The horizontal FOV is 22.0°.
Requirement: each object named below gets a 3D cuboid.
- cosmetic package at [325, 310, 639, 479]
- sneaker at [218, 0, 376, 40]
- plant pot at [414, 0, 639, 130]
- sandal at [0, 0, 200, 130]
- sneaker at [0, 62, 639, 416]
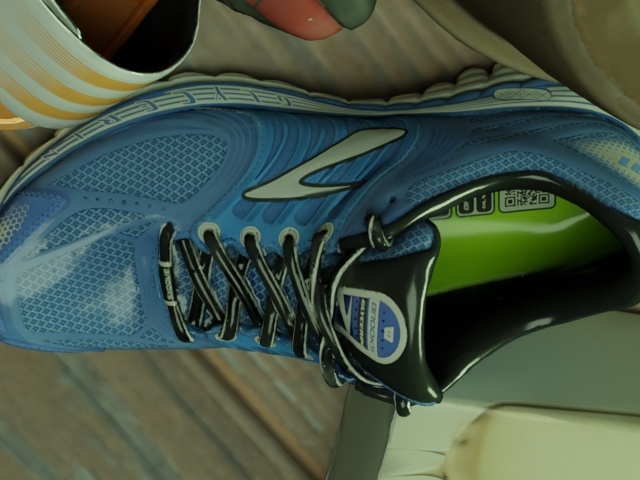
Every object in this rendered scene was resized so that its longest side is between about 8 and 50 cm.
[{"bbox_3d":[0.166,0.130,0.847,0.309,0.113,0.160,7,120,-9],"label":"cosmetic package"},{"bbox_3d":[-0.102,-0.146,0.567,0.276,0.097,0.135,40,94,2],"label":"sneaker"},{"bbox_3d":[0.139,-0.151,0.615,0.263,0.229,0.263,-2,119,-3],"label":"plant pot"},{"bbox_3d":[-0.087,-0.111,0.671,0.102,0.076,0.265,22,136,-33],"label":"sandal"},{"bbox_3d":[0.000,0.000,0.741,0.330,0.147,0.130,-10,120,3],"label":"sneaker"}]
